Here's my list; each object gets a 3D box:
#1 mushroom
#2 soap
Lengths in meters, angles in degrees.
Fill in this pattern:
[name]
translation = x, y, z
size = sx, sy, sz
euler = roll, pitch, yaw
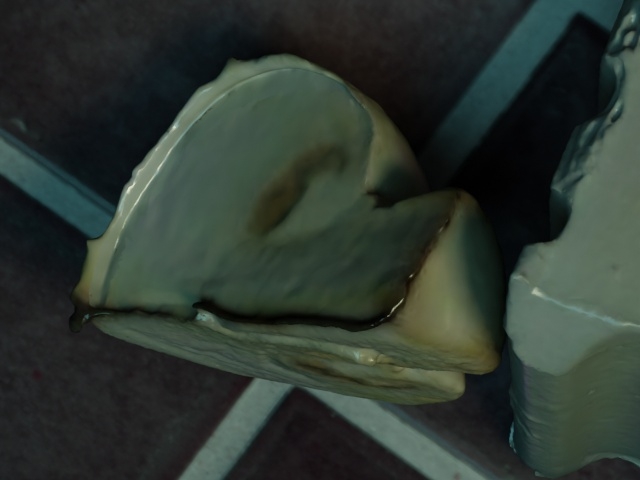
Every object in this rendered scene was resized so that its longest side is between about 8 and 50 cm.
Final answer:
[mushroom]
translation = 0.015, -0.002, 1.009
size = 0.236, 0.173, 0.162
euler = 2, 76, 38
[soap]
translation = 0.207, -0.001, 0.985
size = 0.159, 0.257, 0.302
euler = 18, 163, 11
